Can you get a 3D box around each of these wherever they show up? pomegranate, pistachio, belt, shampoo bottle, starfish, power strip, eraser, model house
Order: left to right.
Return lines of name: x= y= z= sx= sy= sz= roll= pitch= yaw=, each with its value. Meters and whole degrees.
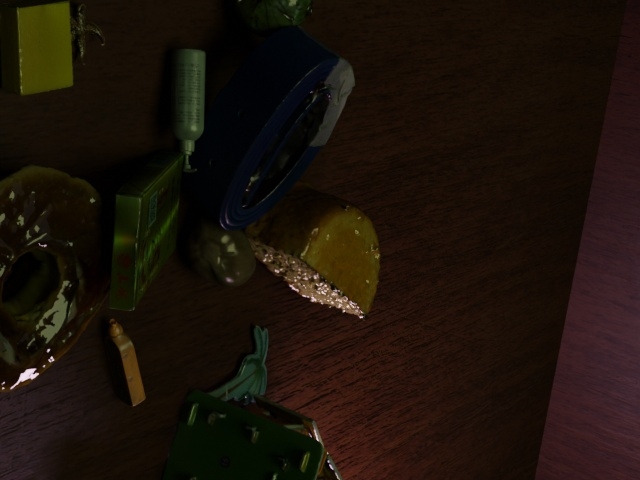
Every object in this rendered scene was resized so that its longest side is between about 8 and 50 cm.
eraser: x=-0.391 y=-0.269 z=1.553 sx=0.097 sy=0.045 sz=0.122 roll=-21 pitch=122 yaw=-49
starfish: x=-0.346 y=-0.299 z=1.622 sx=0.078 sy=0.028 sz=0.091 roll=-28 pitch=130 yaw=-43
power strip: x=-0.330 y=0.204 z=1.875 sx=0.028 sy=0.049 sz=0.178 roll=-34 pitch=132 yaw=-37
shampoo bottle: x=-0.213 y=-0.206 z=1.799 sx=0.056 sy=0.056 sz=0.195 roll=0 pitch=93 yaw=-56
pistachio: x=-0.171 y=0.023 z=1.976 sx=0.185 sy=0.108 sz=0.126 roll=57 pitch=16 yaw=-57
pomegranate: x=-0.092 y=-0.418 z=1.846 sx=0.191 sy=0.131 sz=0.152 roll=24 pitch=88 yaw=-50
belt: x=-0.088 y=-0.183 z=1.881 sx=0.347 sy=0.117 sz=0.212 roll=-56 pitch=154 yaw=11
model house: x=-0.062 y=0.363 z=2.140 sx=0.323 sy=0.300 sz=0.340 roll=15 pitch=92 yaw=-62

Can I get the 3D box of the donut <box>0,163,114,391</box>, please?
donut: x=-0.437 y=0.048 z=1.556 sx=0.330 sy=0.160 sz=0.330 roll=-17 pitch=111 yaw=-50

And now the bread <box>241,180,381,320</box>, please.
bread: x=0.000 y=0.000 z=2.124 sx=0.179 sy=0.194 sz=0.340 roll=-61 pitch=141 yaw=-13

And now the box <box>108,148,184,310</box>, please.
box: x=-0.265 y=-0.025 z=1.722 sx=0.311 sy=0.043 sz=0.173 roll=-76 pitch=173 yaw=-73
